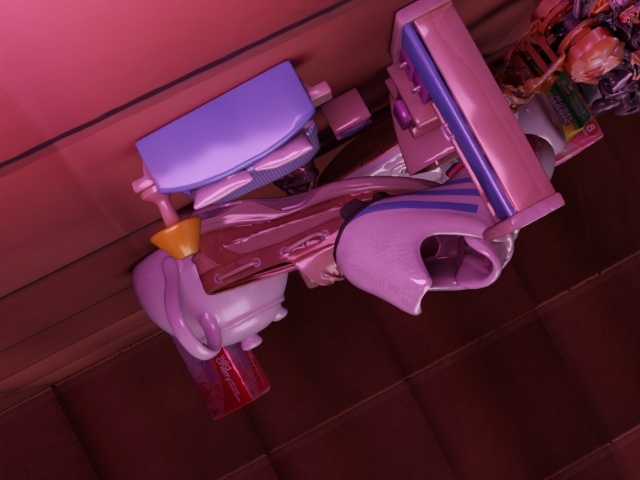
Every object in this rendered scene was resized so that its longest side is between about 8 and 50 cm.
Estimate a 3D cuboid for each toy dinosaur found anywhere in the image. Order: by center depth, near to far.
[{"bbox_3d":[0.271,-0.217,0.968,0.322,0.164,0.218,-17,169,28],"label":"toy dinosaur"}]

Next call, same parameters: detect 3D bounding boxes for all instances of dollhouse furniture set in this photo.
[{"bbox_3d":[0.016,-0.040,0.878,0.303,0.198,0.286,-27,176,0],"label":"dollhouse furniture set"}]

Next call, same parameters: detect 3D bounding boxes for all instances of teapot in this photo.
[{"bbox_3d":[-0.145,0.078,1.446,0.256,0.187,0.252,-25,175,-27],"label":"teapot"}]

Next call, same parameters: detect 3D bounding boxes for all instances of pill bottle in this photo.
[{"bbox_3d":[0.195,-0.129,1.361,0.264,0.146,0.146,-28,176,23],"label":"pill bottle"}]

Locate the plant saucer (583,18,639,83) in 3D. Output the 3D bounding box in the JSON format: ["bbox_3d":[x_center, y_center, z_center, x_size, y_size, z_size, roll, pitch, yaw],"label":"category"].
[{"bbox_3d":[0.431,-0.290,1.328,0.200,0.037,0.200,-20,158,-9],"label":"plant saucer"}]

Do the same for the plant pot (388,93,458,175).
[{"bbox_3d":[0.140,-0.145,1.120,0.109,0.096,0.109,-29,175,23],"label":"plant pot"}]

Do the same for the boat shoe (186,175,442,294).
[{"bbox_3d":[0.000,0.000,1.160,0.324,0.116,0.123,-10,169,13],"label":"boat shoe"}]

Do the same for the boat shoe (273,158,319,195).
[{"bbox_3d":[-0.031,-0.076,1.190,0.056,0.049,0.152,-25,175,-5],"label":"boat shoe"}]

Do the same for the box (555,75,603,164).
[{"bbox_3d":[0.378,-0.195,1.724,0.142,0.154,0.300,-28,176,3],"label":"box"}]

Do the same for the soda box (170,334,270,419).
[{"bbox_3d":[-0.188,0.159,1.628,0.083,0.263,0.092,-30,176,18],"label":"soda box"}]

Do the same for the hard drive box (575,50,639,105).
[{"bbox_3d":[0.485,-0.301,1.529,0.181,0.089,0.232,-29,176,11],"label":"hard drive box"}]

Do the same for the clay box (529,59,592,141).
[{"bbox_3d":[0.314,-0.182,1.487,0.053,0.127,0.222,-25,168,-23],"label":"clay box"}]

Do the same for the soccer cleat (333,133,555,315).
[{"bbox_3d":[0.163,-0.013,1.017,0.331,0.143,0.116,-25,137,-35],"label":"soccer cleat"}]

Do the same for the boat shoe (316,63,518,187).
[{"bbox_3d":[0.125,-0.112,1.243,0.277,0.096,0.098,-29,-152,21],"label":"boat shoe"}]
